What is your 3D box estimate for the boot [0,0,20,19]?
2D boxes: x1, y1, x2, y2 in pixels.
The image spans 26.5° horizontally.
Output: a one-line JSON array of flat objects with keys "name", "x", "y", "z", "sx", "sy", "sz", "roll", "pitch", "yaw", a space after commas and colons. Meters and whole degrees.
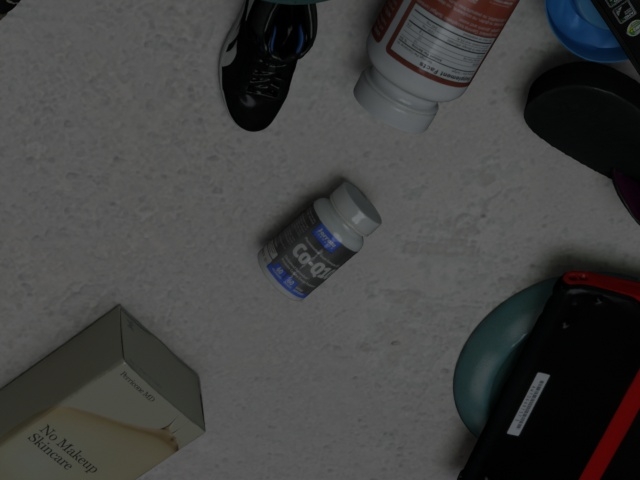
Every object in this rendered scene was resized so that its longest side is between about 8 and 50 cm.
[{"name": "boot", "x": -0.301, "y": -0.401, "z": 1.212, "sx": 0.284, "sy": 0.138, "sz": 0.377, "roll": -27, "pitch": 119, "yaw": 8}]

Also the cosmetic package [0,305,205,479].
[{"name": "cosmetic package", "x": -0.309, "y": 0.237, "z": 1.652, "sx": 0.309, "sy": 0.113, "sz": 0.160, "roll": -35, "pitch": 123, "yaw": 14}]

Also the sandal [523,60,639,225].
[{"name": "sandal", "x": 0.416, "y": -0.050, "z": 1.563, "sx": 0.445, "sy": 0.107, "sz": 0.167, "roll": 26, "pitch": 150, "yaw": -19}]

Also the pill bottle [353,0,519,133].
[{"name": "pill bottle", "x": 0.123, "y": -0.224, "z": 1.415, "sx": 0.121, "sy": 0.121, "sz": 0.216, "roll": 19, "pitch": 119, "yaw": -22}]

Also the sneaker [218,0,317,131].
[{"name": "sneaker", "x": -0.056, "y": -0.189, "z": 1.404, "sx": 0.079, "sy": 0.121, "sz": 0.217, "roll": 5, "pitch": 122, "yaw": -13}]

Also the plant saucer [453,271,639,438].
[{"name": "plant saucer", "x": 0.333, "y": 0.182, "z": 1.778, "sx": 0.317, "sy": 0.044, "sz": 0.318, "roll": -5, "pitch": 125, "yaw": -7}]

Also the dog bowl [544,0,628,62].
[{"name": "dog bowl", "x": 0.364, "y": -0.315, "z": 1.428, "sx": 0.297, "sy": 0.074, "sz": 0.166, "roll": -32, "pitch": 123, "yaw": 12}]

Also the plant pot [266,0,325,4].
[{"name": "plant pot", "x": -0.017, "y": -0.365, "z": 1.223, "sx": 0.271, "sy": 0.272, "sz": 0.255, "roll": 2, "pitch": 138, "yaw": -12}]

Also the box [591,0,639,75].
[{"name": "box", "x": 0.383, "y": -0.258, "z": 1.385, "sx": 0.190, "sy": 0.045, "sz": 0.184, "roll": -34, "pitch": 132, "yaw": 13}]

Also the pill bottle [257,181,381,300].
[{"name": "pill bottle", "x": 0.000, "y": 0.000, "z": 1.569, "sx": 0.137, "sy": 0.078, "sz": 0.078, "roll": -42, "pitch": 121, "yaw": 17}]

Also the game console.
[{"name": "game console", "x": 0.391, "y": 0.224, "z": 1.767, "sx": 0.341, "sy": 0.060, "sz": 0.387, "roll": 13, "pitch": 120, "yaw": -13}]
